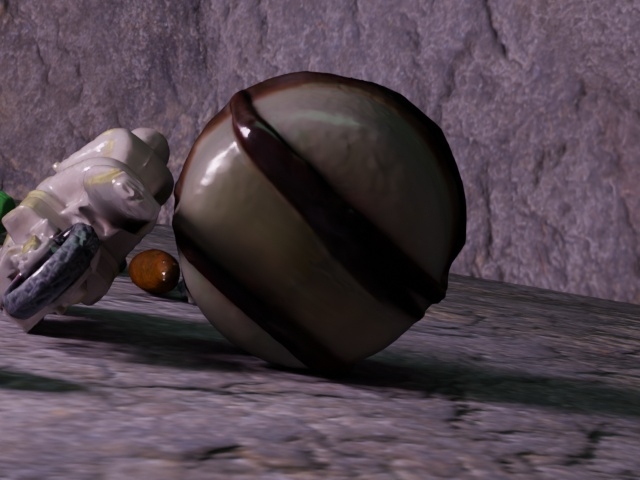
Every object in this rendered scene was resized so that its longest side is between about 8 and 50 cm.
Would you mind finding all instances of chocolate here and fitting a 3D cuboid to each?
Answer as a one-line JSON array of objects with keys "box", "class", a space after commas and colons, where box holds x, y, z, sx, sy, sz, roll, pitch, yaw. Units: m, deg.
[{"box": [0.000, 0.000, 1.137, 0.284, 0.283, 0.186, 8, 17, -8], "class": "chocolate"}]

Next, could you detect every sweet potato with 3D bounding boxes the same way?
[{"box": [-0.208, 0.036, 1.617, 0.057, 0.057, 0.264, 7, 0, -16], "class": "sweet potato"}]

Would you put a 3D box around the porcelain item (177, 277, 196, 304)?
[{"box": [-0.151, 0.060, 1.560, 0.036, 0.028, 0.083, 25, -2, -10], "class": "porcelain item"}]

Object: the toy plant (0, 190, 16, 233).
[{"box": [-0.579, -0.048, 2.014, 0.240, 0.088, 0.155, -3, -16, 32], "class": "toy plant"}]

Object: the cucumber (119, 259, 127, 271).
[{"box": [-0.326, 0.009, 1.800, 0.116, 0.062, 0.115, 10, -1, 2], "class": "cucumber"}]

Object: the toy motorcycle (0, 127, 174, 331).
[{"box": [-0.213, -0.017, 1.179, 0.108, 0.223, 0.341, 47, -9, -13], "class": "toy motorcycle"}]
